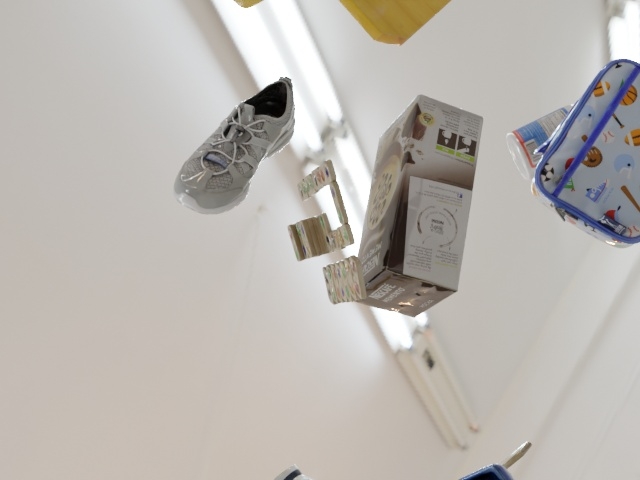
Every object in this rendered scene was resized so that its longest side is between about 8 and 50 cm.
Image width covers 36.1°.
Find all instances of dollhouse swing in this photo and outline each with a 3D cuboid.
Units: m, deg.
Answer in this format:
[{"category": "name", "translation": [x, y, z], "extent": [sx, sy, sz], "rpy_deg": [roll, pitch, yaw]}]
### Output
[{"category": "dollhouse swing", "translation": [0.036, -0.505, 1.854], "extent": [0.347, 0.315, 0.305], "rpy_deg": [-47, -69, -38]}]

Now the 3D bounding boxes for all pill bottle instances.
[{"category": "pill bottle", "translation": [0.553, -0.238, 2.260], "extent": [0.221, 0.124, 0.124], "rpy_deg": [-25, -35, 2]}]

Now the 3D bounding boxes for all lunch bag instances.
[{"category": "lunch bag", "translation": [0.513, -0.147, 1.699], "extent": [0.303, 0.243, 0.115], "rpy_deg": [-56, -9, -1]}]

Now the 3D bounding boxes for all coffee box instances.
[{"category": "coffee box", "translation": [0.147, -0.049, 1.520], "extent": [0.168, 0.119, 0.297], "rpy_deg": [135, 150, -63]}]

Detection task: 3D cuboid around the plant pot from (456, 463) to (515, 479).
[{"category": "plant pot", "translation": [0.258, 0.528, 1.670], "extent": [0.212, 0.236, 0.236], "rpy_deg": [-27, -13, -38]}]

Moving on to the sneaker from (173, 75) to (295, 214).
[{"category": "sneaker", "translation": [-0.126, -0.148, 1.437], "extent": [0.281, 0.105, 0.115], "rpy_deg": [-56, -13, -42]}]

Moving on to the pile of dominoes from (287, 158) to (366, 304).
[{"category": "pile of dominoes", "translation": [0.000, 0.000, 1.402], "extent": [0.040, 0.196, 0.251], "rpy_deg": [-16, -2, -11]}]

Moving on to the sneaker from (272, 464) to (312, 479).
[{"category": "sneaker", "translation": [-0.055, 0.454, 1.496], "extent": [0.090, 0.095, 0.235], "rpy_deg": [-30, -34, -50]}]

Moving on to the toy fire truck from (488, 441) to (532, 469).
[{"category": "toy fire truck", "translation": [0.383, 0.566, 2.106], "extent": [0.217, 0.158, 0.246], "rpy_deg": [-50, -48, -60]}]
